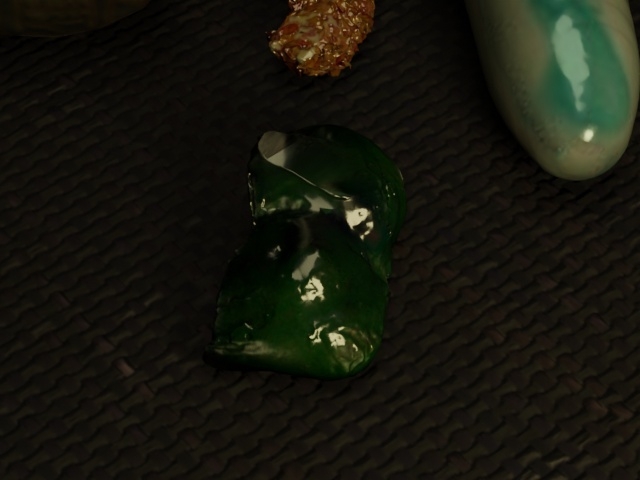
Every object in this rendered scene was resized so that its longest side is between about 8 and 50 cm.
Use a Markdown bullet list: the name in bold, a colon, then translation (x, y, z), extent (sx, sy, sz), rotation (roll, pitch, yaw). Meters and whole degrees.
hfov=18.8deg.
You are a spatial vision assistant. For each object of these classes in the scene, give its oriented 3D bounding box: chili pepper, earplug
- **chili pepper**: translation (0.001, -0.007, 1.656), extent (0.148, 0.116, 0.265), rotation (13, 51, 7)
- **earplug**: translation (0.212, -0.193, 1.797), extent (0.185, 0.185, 0.324), rotation (-5, 57, -4)

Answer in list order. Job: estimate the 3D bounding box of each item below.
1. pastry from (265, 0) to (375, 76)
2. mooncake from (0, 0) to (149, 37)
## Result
- **pastry**: translation (0.011, -0.216, 1.873), extent (0.087, 0.063, 0.169), rotation (11, 55, 21)
- **mooncake**: translation (-0.262, -0.316, 1.811), extent (0.290, 0.290, 0.161), rotation (-10, 57, -9)
